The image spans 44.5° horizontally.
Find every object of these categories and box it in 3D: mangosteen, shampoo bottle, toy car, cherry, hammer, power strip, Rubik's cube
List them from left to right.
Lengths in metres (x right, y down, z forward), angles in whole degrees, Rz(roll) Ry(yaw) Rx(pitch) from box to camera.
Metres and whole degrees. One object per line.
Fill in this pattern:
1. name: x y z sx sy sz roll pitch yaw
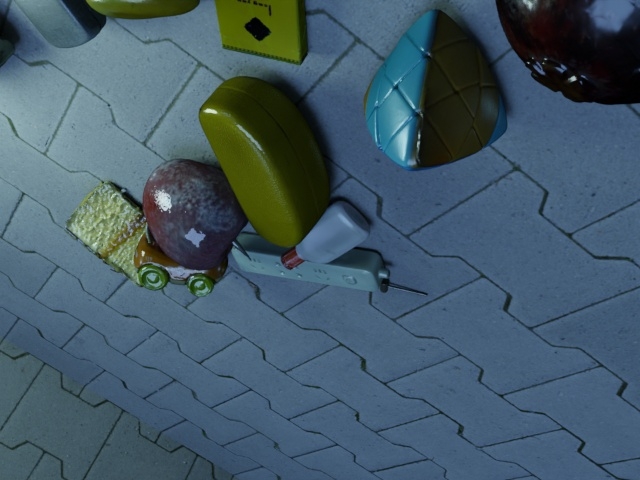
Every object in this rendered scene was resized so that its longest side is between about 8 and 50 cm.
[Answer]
1. toy car: -0.326 0.002 1.863 0.235 0.145 0.235 0 123 0
2. cherry: -0.258 -0.049 1.684 0.285 0.213 0.236 43 119 -5
3. power strip: -0.022 0.052 1.802 0.385 0.062 0.091 8 144 24
4. shampoo bottle: 0.000 0.000 1.686 0.108 0.051 0.221 44 128 -18
5. hammer: 0.191 0.112 1.793 0.110 0.019 0.035 12 144 10
6. Rubik's cube: 0.146 -0.250 1.237 0.254 0.254 0.254 17 145 12
7. mangosteen: 0.372 -0.329 0.909 0.306 0.360 0.306 33 179 1

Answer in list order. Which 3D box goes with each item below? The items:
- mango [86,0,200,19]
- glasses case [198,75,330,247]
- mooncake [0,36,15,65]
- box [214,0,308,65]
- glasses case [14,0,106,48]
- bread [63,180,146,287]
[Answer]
1. mango: -0.306 -0.418 1.316 0.191 0.086 0.122 3 -178 17
2. glasses case: -0.087 -0.148 1.509 0.173 0.141 0.371 19 148 35
3. mooncake: -0.775 -0.422 1.579 0.254 0.136 0.250 -14 132 36
4. box: -0.103 -0.413 1.255 0.153 0.041 0.279 15 145 14
5. glasses case: -0.503 -0.478 1.341 0.131 0.074 0.323 -1 137 35
6. bread: -0.497 -0.016 1.978 0.266 0.178 0.142 44 173 -20
